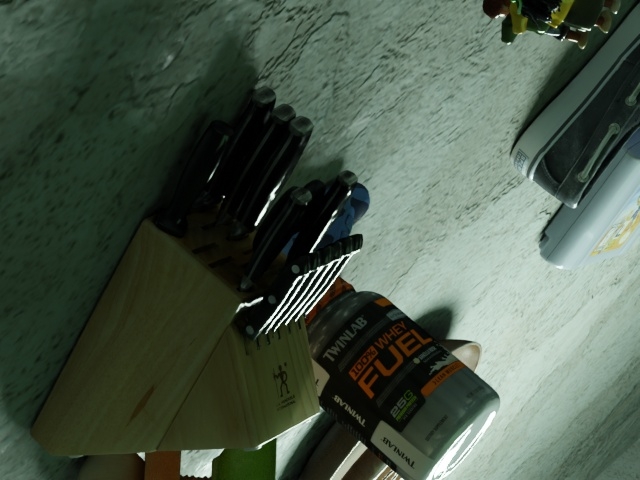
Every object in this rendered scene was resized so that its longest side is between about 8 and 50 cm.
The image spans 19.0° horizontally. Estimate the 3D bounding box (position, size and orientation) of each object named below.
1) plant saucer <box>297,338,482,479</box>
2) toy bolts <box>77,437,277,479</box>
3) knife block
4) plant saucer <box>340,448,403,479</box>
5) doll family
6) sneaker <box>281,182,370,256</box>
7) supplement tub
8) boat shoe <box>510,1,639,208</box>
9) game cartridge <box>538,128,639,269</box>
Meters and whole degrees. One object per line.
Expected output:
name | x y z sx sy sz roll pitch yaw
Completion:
plant saucer | 0.068 0.224 2.214 0.310 0.050 0.310 -45 163 -18
toy bolts | -0.122 0.202 1.634 0.228 0.158 0.218 97 -4 -45
knife block | -0.097 0.025 1.355 0.276 0.242 0.088 -7 -172 33
plant saucer | 0.067 0.266 2.172 0.168 0.029 0.168 -44 163 -18
doll family | 0.190 -0.224 1.505 0.076 0.111 0.193 -97 -155 -56
sneaker | 0.000 0.000 1.548 0.144 0.059 0.053 -34 155 -44
supplement tub | 0.059 0.126 1.737 0.117 0.190 0.117 -45 163 -18
boat shoe | 0.328 -0.160 1.954 0.301 0.102 0.108 -46 163 -10
game cartridge | 0.383 -0.062 2.391 0.198 0.062 0.297 -51 163 20
